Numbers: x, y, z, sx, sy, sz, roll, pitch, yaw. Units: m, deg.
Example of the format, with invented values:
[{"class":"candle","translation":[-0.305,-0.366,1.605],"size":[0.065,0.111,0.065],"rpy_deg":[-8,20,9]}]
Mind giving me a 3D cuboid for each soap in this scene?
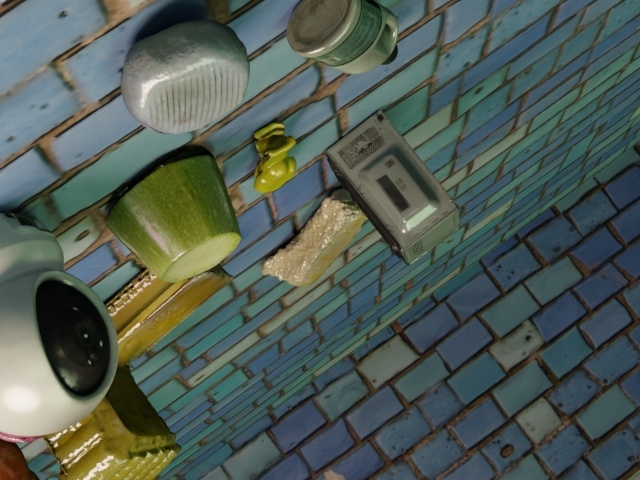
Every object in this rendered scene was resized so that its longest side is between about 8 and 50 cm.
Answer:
[{"class":"soap","translation":[-0.257,0.100,1.596],"size":[0.233,0.076,0.135],"rpy_deg":[-42,165,8]}]

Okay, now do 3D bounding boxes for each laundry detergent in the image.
[{"class":"laundry detergent","translation":[0.044,-0.251,1.251],"size":[0.099,0.070,0.226],"rpy_deg":[-49,162,16]}]

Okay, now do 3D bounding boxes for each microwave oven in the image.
[{"class":"microwave oven","translation":[0.117,-0.081,1.653],"size":[0.122,0.208,0.162],"rpy_deg":[-37,165,1]}]

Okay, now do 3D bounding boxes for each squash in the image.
[{"class":"squash","translation":[-0.186,-0.026,1.326],"size":[0.170,0.123,0.170],"rpy_deg":[-29,166,-8]}]

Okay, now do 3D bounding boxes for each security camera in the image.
[{"class":"security camera","translation":[-0.339,0.109,1.139],"size":[0.194,0.236,0.194],"rpy_deg":[-32,163,-11]}]

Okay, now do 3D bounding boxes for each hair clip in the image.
[{"class":"hair clip","translation":[-0.064,-0.113,1.464],"size":[0.072,0.046,0.173],"rpy_deg":[-29,165,-15]}]

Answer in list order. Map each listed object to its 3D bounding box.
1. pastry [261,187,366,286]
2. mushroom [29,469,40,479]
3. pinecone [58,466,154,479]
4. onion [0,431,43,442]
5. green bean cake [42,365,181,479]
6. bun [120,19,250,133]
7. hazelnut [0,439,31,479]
[{"class":"pastry","translation":[-0.003,-0.001,1.869],"size":[0.121,0.089,0.258],"rpy_deg":[2,137,-48]},{"class":"mushroom","translation":[-0.613,0.489,1.945],"size":[0.135,0.080,0.170],"rpy_deg":[-51,163,3]},{"class":"pinecone","translation":[-0.427,0.434,2.017],"size":[0.208,0.208,0.208],"rpy_deg":[-34,165,-11]},{"class":"onion","translation":[-0.398,0.195,1.413],"size":[0.177,0.153,0.177],"rpy_deg":[-12,-170,2]},{"class":"green bean cake","translation":[-0.345,0.274,1.606],"size":[0.124,0.236,0.233],"rpy_deg":[-40,163,8]},{"class":"bun","translation":[-0.142,-0.173,1.045],"size":[0.141,0.083,0.141],"rpy_deg":[-25,158,-11]},{"class":"hazelnut","translation":[-0.557,0.372,1.567],"size":[0.210,0.210,0.186],"rpy_deg":[-33,-172,-17]}]
